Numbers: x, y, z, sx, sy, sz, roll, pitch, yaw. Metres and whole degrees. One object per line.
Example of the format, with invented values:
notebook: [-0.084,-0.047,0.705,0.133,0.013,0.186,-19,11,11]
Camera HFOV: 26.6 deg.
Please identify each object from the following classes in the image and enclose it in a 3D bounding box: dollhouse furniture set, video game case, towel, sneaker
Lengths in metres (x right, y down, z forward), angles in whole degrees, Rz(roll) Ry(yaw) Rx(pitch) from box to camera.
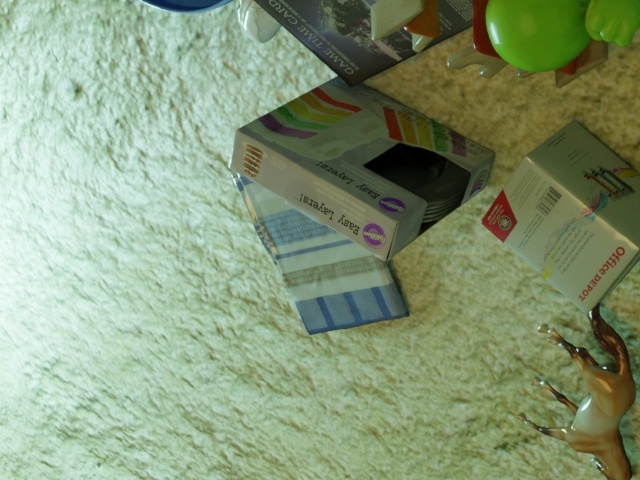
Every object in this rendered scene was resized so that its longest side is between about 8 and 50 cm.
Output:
dollhouse furniture set: [0.200,-0.316,1.490,0.135,0.262,0.259,-27,58,55]
video game case: [0.071,-0.304,1.681,0.196,0.026,0.274,39,141,-28]
towel: [0.000,0.000,1.989,0.209,0.034,0.285,-14,106,42]
sneaker: [-0.026,-0.328,1.784,0.115,0.090,0.232,44,136,7]

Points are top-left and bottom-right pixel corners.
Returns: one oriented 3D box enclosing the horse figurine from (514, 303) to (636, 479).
horse figurine: [0.354,0.205,1.784,0.174,0.066,0.263,34,134,29]

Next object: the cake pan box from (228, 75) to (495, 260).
cake pan box: [0.059,-0.099,1.730,0.267,0.246,0.070,32,131,23]

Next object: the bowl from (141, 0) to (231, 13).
bowl: [-0.201,-0.506,1.836,0.391,0.077,0.391,20,126,30]

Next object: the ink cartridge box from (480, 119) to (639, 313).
ink cartridge box: [0.315,-0.029,1.635,0.176,0.127,0.128,43,134,13]

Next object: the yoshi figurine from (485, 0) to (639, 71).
yoshi figurine: [0.318,-0.253,1.369,0.362,0.203,0.203,1,149,7]
